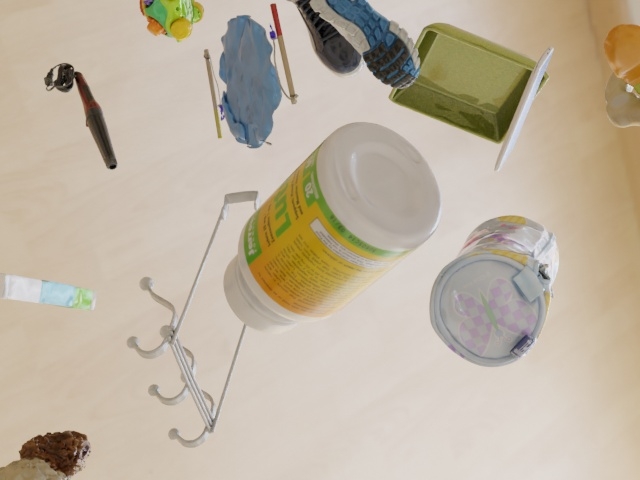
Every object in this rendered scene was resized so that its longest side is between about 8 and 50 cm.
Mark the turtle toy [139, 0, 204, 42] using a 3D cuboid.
[{"bbox_3d":[-0.187,-0.300,1.356,0.095,0.066,0.130,-75,157,-62],"label":"turtle toy"}]

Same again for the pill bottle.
[{"bbox_3d":[0.000,0.000,1.142,0.136,0.245,0.136,18,53,-25],"label":"pill bottle"}]

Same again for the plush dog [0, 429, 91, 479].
[{"bbox_3d":[-0.302,0.283,1.030,0.210,0.225,0.263,33,36,-37],"label":"plush dog"}]

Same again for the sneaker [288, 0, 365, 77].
[{"bbox_3d":[-0.017,-0.363,1.737,0.163,0.086,0.226,17,46,-65],"label":"sneaker"}]

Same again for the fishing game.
[{"bbox_3d":[-0.093,-0.220,1.568,0.041,0.264,0.189,-10,85,-28],"label":"fishing game"}]

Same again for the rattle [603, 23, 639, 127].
[{"bbox_3d":[0.354,-0.224,1.194,0.142,0.130,0.200,41,63,-19],"label":"rattle"}]

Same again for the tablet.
[{"bbox_3d":[0.143,-0.093,0.793,0.054,0.006,0.083,-49,161,-57],"label":"tablet"}]

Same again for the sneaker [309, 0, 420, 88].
[{"bbox_3d":[0.061,-0.284,1.504,0.071,0.083,0.191,-42,104,8],"label":"sneaker"}]

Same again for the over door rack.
[{"bbox_3d":[-0.175,0.114,1.703,0.240,0.108,0.324,76,34,-45],"label":"over door rack"}]

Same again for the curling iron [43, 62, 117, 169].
[{"bbox_3d":[-0.379,-0.198,1.816,0.068,0.274,0.035,-19,141,-21],"label":"curling iron"}]

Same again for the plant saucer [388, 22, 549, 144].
[{"bbox_3d":[0.214,-0.236,1.631,0.188,0.188,0.045,21,60,-4],"label":"plant saucer"}]

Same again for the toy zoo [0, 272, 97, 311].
[{"bbox_3d":[-0.414,0.047,1.349,0.293,0.192,0.030,28,72,-75],"label":"toy zoo"}]

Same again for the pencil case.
[{"bbox_3d":[0.190,0.043,1.189,0.113,0.273,0.124,41,105,5],"label":"pencil case"}]
